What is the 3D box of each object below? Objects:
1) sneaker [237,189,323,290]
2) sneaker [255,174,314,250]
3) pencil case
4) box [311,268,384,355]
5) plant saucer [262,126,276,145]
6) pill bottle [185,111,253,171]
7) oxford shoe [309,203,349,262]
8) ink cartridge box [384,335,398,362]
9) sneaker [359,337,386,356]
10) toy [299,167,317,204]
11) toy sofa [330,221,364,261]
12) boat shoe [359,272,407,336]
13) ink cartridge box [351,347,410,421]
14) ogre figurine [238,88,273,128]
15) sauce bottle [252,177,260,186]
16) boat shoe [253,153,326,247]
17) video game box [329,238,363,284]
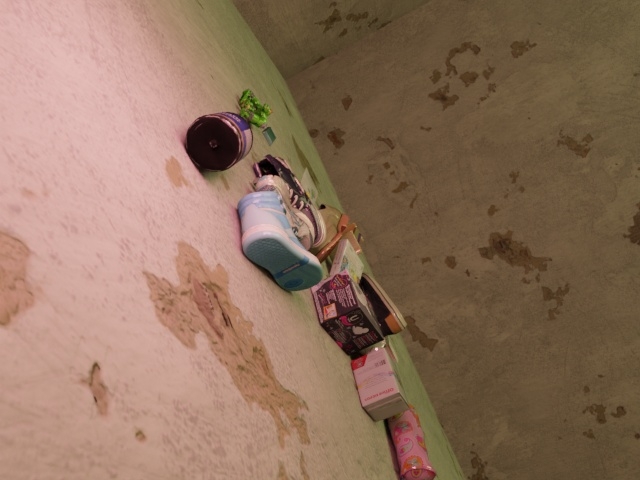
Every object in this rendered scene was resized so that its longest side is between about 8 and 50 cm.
[{"bbox_3d":[-0.099,-0.011,1.192,0.319,0.127,0.208,53,16,-54],"label":"sneaker"},{"bbox_3d":[-0.113,-0.049,1.373,0.283,0.110,0.122,55,31,-36],"label":"sneaker"},{"bbox_3d":[0.300,0.694,1.597,0.124,0.124,0.284,60,11,-28],"label":"pencil case"},{"bbox_3d":[0.092,0.238,1.542,0.247,0.142,0.163,56,13,-46],"label":"box"},{"bbox_3d":[-0.219,-0.458,2.044,0.067,0.018,0.192,62,9,-17],"label":"plant saucer"},{"bbox_3d":[-0.224,-0.235,1.090,0.123,0.122,0.219,62,9,-15],"label":"pill bottle"},{"bbox_3d":[0.001,-0.029,1.827,0.146,0.140,0.397,37,24,-4],"label":"oxford shoe"},{"bbox_3d":[0.332,0.539,2.325,0.115,0.067,0.198,64,8,-1],"label":"ink cartridge box"},{"bbox_3d":[0.172,0.383,1.748,0.118,0.110,0.292,30,-9,10],"label":"sneaker"},{"bbox_3d":[-0.069,-0.234,2.172,0.237,0.056,0.137,-85,152,-63],"label":"toy"},{"bbox_3d":[0.135,0.034,2.306,0.177,0.150,0.362,63,9,-5],"label":"toy sofa"},{"bbox_3d":[0.251,0.304,2.267,0.187,0.156,0.500,55,1,-25],"label":"boat shoe"},{"bbox_3d":[0.195,0.473,1.538,0.127,0.128,0.176,57,12,-39],"label":"ink cartridge box"},{"bbox_3d":[-0.247,-0.487,1.755,0.118,0.097,0.197,37,7,-31],"label":"ogre figurine"},{"bbox_3d":[-0.162,-0.136,1.424,0.042,0.042,0.128,-104,167,-52],"label":"sauce bottle"},{"bbox_3d":[-0.107,-0.126,1.528,0.341,0.127,0.158,58,14,10],"label":"boat shoe"},{"bbox_3d":[0.117,0.129,2.032,0.205,0.048,0.187,56,39,-43],"label":"video game box"}]
